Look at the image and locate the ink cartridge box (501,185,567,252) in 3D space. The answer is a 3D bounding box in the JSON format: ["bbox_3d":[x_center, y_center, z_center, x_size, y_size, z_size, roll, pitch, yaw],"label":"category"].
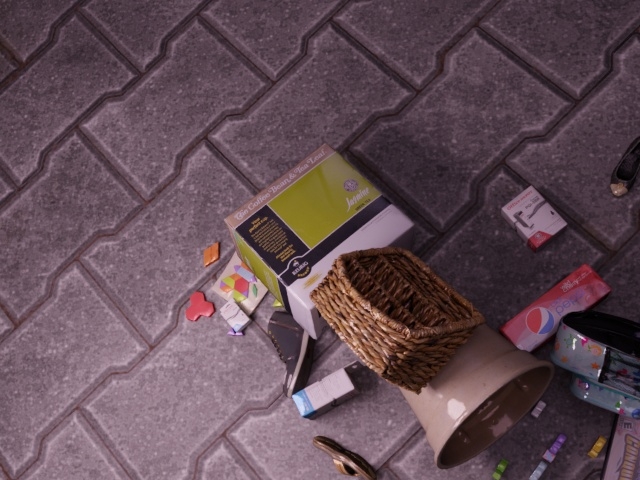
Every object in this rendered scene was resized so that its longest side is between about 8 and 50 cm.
[{"bbox_3d":[0.528,-0.053,1.911,0.099,0.056,0.135,-38,70,0],"label":"ink cartridge box"}]

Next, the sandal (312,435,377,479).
[{"bbox_3d":[0.054,0.526,1.832,0.180,0.072,0.049,26,96,20],"label":"sandal"}]

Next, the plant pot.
[{"bbox_3d":[0.295,0.286,1.740,0.334,0.334,0.305,-40,59,-2],"label":"plant pot"}]

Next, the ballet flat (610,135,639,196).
[{"bbox_3d":[0.763,-0.188,1.905,0.057,0.049,0.173,25,80,19],"label":"ballet flat"}]

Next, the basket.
[{"bbox_3d":[0.145,0.132,1.608,0.223,0.213,0.299,-49,46,7],"label":"basket"}]

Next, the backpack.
[{"bbox_3d":[0.630,0.255,1.669,0.254,0.225,0.191,24,109,25],"label":"backpack"}]

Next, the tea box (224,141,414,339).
[{"bbox_3d":[0.000,0.000,1.894,0.329,0.220,0.323,-38,68,-14],"label":"tea box"}]

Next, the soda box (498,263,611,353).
[{"bbox_3d":[0.552,0.171,1.822,0.263,0.083,0.092,-38,69,0],"label":"soda box"}]

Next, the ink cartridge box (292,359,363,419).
[{"bbox_3d":[0.032,0.364,1.865,0.180,0.104,0.060,-29,69,3],"label":"ink cartridge box"}]

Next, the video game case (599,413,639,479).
[{"bbox_3d":[0.757,0.509,1.696,0.248,0.035,0.274,15,77,16],"label":"video game case"}]

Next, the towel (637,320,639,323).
[{"bbox_3d":[0.869,0.278,1.723,0.243,0.040,0.336,-37,61,-3],"label":"towel"}]

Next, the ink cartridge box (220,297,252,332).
[{"bbox_3d":[-0.223,0.191,1.990,0.048,0.028,0.083,-44,73,0],"label":"ink cartridge box"}]

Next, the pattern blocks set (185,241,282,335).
[{"bbox_3d":[-0.193,0.094,2.041,0.285,0.026,0.324,17,77,17],"label":"pattern blocks set"}]

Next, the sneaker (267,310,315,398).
[{"bbox_3d":[-0.085,0.285,1.936,0.118,0.083,0.222,5,64,19],"label":"sneaker"}]

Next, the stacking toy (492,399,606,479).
[{"bbox_3d":[0.515,0.494,1.745,0.167,0.052,0.221,33,83,20],"label":"stacking toy"}]
